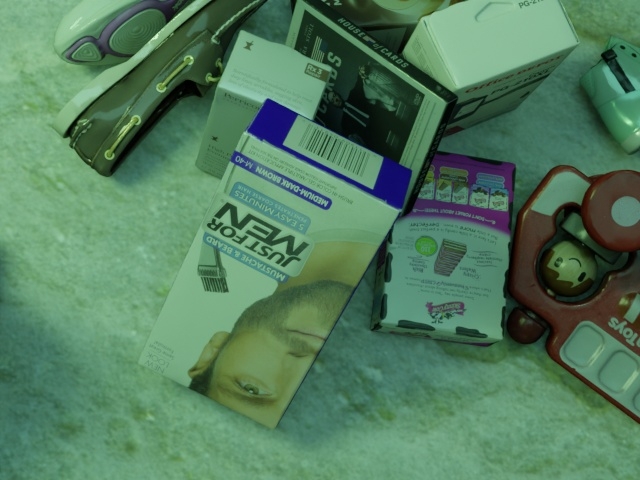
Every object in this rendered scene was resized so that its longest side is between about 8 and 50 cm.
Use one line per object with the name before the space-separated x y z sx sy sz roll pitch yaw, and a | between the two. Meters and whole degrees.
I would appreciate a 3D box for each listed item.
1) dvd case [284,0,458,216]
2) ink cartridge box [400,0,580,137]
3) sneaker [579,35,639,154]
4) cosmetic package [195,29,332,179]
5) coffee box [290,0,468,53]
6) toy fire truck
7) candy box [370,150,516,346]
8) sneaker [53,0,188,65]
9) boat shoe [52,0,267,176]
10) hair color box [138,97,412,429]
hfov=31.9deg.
dvd case | 0.043 -0.165 1.361 0.238 0.179 0.029 39 45 22
ink cartridge box | 0.191 -0.216 1.397 0.172 0.237 0.100 -22 81 -14
sneaker | 0.474 -0.243 1.527 0.256 0.094 0.151 -33 81 -16
cosmetic package | -0.073 -0.144 1.337 0.117 0.231 0.085 21 68 -4
coffee box | 0.088 -0.327 1.478 0.246 0.098 0.141 -7 78 -11
toy fire truck | 0.370 0.060 1.415 0.302 0.169 0.254 35 92 1
candy box | 0.156 0.008 1.424 0.159 0.071 0.233 9 75 -7
sneaker | -0.236 -0.341 1.437 0.152 0.114 0.305 40 69 16
boat shoe | -0.181 -0.212 1.401 0.324 0.116 0.097 -42 91 -12
hair color box | -0.056 0.034 1.259 0.185 0.339 0.110 26 32 -2
